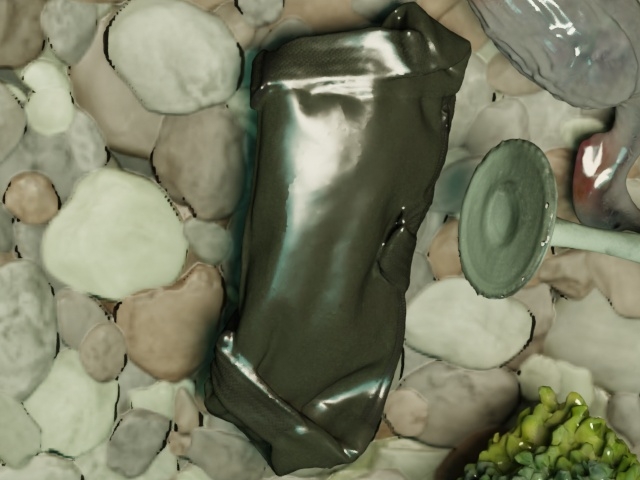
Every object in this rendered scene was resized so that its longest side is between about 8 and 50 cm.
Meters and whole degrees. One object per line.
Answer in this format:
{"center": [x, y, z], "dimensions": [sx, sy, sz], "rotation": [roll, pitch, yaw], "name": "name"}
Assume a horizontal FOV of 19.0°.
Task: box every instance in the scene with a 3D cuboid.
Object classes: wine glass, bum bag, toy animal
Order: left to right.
{"center": [0.000, 0.000, 1.227], "dimensions": [0.142, 0.080, 0.326], "rotation": [8, 106, -18], "name": "bum bag"}
{"center": [0.169, -0.126, 1.191], "dimensions": [0.195, 0.090, 0.324], "rotation": [-6, 113, -15], "name": "toy animal"}
{"center": [0.238, 0.092, 1.187], "dimensions": [0.309, 0.096, 0.264], "rotation": [11, 71, -29], "name": "wine glass"}

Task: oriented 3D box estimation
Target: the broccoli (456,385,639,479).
{"center": [0.239, 0.223, 1.261], "dimensions": [0.397, 0.275, 0.353], "rotation": [-32, 155, 11], "name": "broccoli"}
